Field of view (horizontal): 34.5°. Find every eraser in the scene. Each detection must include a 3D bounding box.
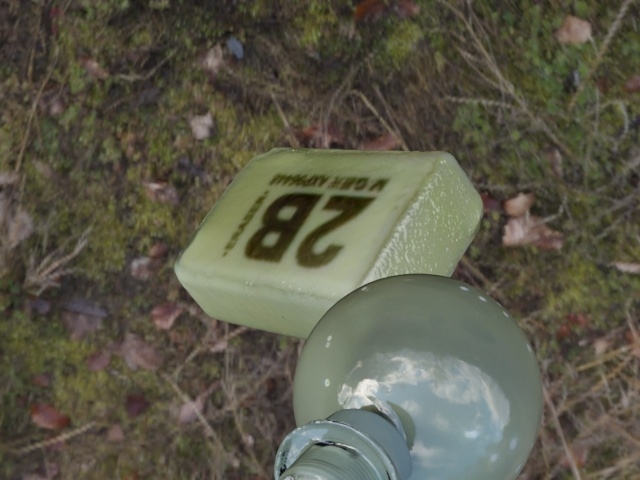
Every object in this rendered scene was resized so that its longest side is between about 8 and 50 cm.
[{"bbox_3d":[0.000,0.000,0.628,0.172,0.117,0.058,7,146,47],"label":"eraser"}]

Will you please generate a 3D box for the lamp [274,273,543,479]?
[{"bbox_3d":[0.018,0.069,0.341,0.091,0.163,0.091,8,110,23],"label":"lamp"}]
